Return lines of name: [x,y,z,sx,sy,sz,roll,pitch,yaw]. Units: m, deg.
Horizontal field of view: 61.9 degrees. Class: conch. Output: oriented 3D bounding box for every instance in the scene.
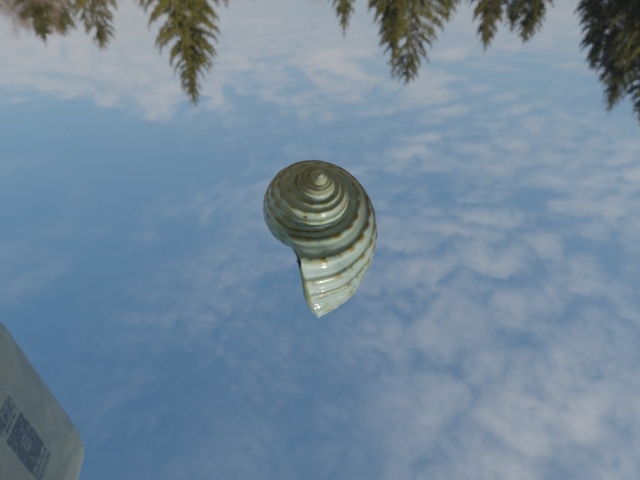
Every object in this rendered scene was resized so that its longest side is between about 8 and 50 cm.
conch: [0.006,-0.003,0.512,0.102,0.153,0.135,-15,-130,13]

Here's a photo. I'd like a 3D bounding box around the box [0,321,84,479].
box: [-0.557,0.360,0.924,0.090,0.373,0.367,-24,-156,-6]
